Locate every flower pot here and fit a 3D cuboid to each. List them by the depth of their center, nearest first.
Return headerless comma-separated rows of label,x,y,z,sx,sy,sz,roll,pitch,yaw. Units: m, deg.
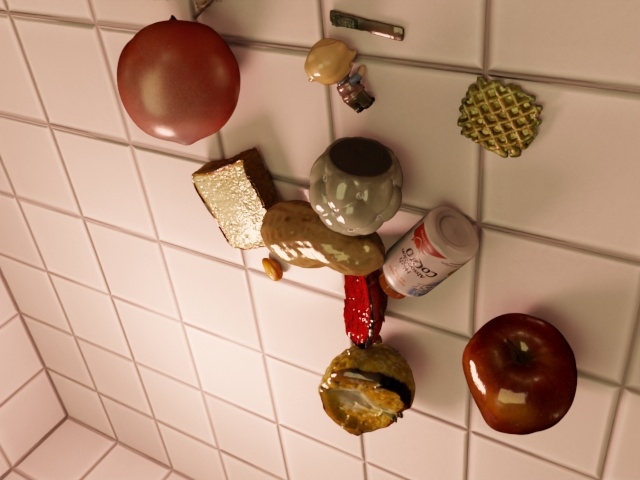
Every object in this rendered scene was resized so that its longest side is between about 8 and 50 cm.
flower pot,0.086,-0.131,1.724,0.246,0.246,0.195,26,136,18

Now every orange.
orange,0.141,0.436,2.153,0.271,0.210,0.368,20,139,-9

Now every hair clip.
hair clip,-0.254,-0.620,1.736,0.226,0.034,0.072,-6,119,39

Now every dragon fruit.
dragon fruit,0.138,0.184,1.995,0.100,0.282,0.343,-5,131,-10

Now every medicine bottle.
medicine bottle,0.263,0.047,1.790,0.157,0.157,0.288,43,138,1

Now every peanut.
peanut,0.000,0.000,1.869,0.387,0.169,0.192,15,134,34

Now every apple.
apple,0.508,0.345,1.763,0.288,0.288,0.316,17,145,26

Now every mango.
mango,-0.157,0.091,2.230,0.089,0.046,0.060,46,139,3

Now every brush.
brush,0.100,-0.487,1.578,0.190,0.027,0.034,22,136,21

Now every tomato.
tomato,-0.365,-0.403,1.788,0.322,0.321,0.321,21,133,23

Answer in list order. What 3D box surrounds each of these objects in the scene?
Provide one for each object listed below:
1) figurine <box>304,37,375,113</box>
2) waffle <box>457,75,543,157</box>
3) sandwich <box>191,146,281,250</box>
figurine,0.052,-0.393,1.654,0.196,0.108,0.114,39,152,-22
waffle,0.392,-0.271,1.525,0.183,0.036,0.169,29,134,13
sandwich,-0.229,-0.113,2.083,0.271,0.099,0.301,-5,123,44
